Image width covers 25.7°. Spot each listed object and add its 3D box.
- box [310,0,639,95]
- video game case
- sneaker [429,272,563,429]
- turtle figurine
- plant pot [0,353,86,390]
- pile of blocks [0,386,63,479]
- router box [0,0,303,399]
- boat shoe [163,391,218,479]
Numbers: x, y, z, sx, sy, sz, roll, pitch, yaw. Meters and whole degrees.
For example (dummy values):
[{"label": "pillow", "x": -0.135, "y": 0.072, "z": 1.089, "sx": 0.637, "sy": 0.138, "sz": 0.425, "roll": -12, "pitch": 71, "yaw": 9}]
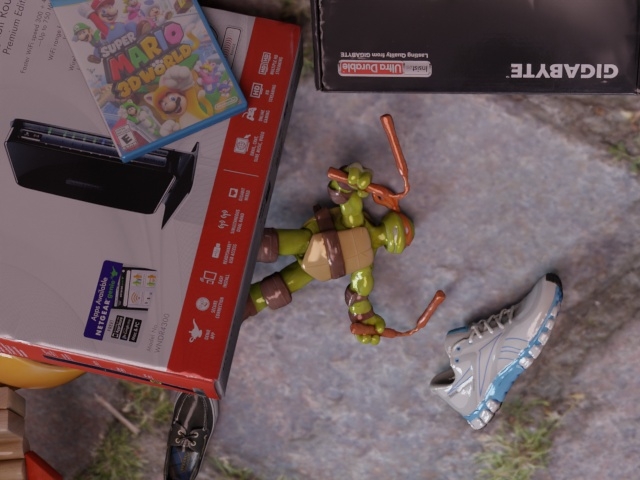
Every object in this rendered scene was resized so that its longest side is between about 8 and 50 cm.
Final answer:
[{"label": "box", "x": 0.136, "y": -0.270, "z": 1.200, "sx": 0.296, "sy": 0.073, "sz": 0.293, "roll": 3, "pitch": 116, "yaw": 9}, {"label": "video game case", "x": -0.150, "y": -0.163, "z": 1.224, "sx": 0.119, "sy": 0.015, "sz": 0.166, "roll": -24, "pitch": 74, "yaw": -7}, {"label": "sneaker", "x": 0.169, "y": 0.101, "z": 1.387, "sx": 0.083, "sy": 0.071, "sz": 0.190, "roll": 30, "pitch": 118, "yaw": 0}, {"label": "turtle figurine", "x": 0.000, "y": 0.000, "z": 1.344, "sx": 0.217, "sy": 0.087, "sz": 0.269, "roll": -14, "pitch": 131, "yaw": -7}, {"label": "plant pot", "x": -0.321, "y": 0.070, "z": 1.392, "sx": 0.205, "sy": 0.205, "sz": 0.188, "roll": 44, "pitch": 130, "yaw": -13}, {"label": "pile of blocks", "x": -0.294, "y": 0.289, "z": 1.352, "sx": 0.113, "sy": 0.149, "sz": 0.362, "roll": -7, "pitch": 122, "yaw": 10}, {"label": "router box", "x": -0.195, "y": -0.053, "z": 1.243, "sx": 0.301, "sy": 0.082, "sz": 0.335, "roll": 11, "pitch": 74, "yaw": 3}, {"label": "boat shoe", "x": -0.141, "y": 0.215, "z": 1.511, "sx": 0.049, "sy": 0.040, "sz": 0.142, "roll": 13, "pitch": 118, "yaw": 3}]
